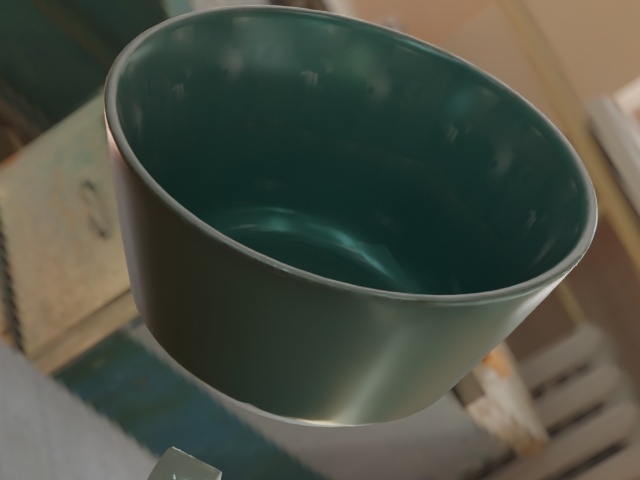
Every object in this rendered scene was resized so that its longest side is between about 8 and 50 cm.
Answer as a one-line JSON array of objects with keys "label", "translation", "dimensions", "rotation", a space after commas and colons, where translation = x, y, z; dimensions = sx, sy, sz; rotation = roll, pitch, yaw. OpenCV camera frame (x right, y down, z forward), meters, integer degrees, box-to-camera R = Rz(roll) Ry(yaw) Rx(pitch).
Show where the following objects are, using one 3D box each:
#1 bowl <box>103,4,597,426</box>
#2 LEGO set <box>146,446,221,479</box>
[{"label": "bowl", "translation": [0.000, 0.000, 1.201], "dimensions": [0.312, 0.163, 0.311], "rotation": [13, 34, -9]}, {"label": "LEGO set", "translation": [-0.044, 0.187, 0.619], "dimensions": [0.087, 0.227, 0.093], "rotation": [24, 44, 18]}]
